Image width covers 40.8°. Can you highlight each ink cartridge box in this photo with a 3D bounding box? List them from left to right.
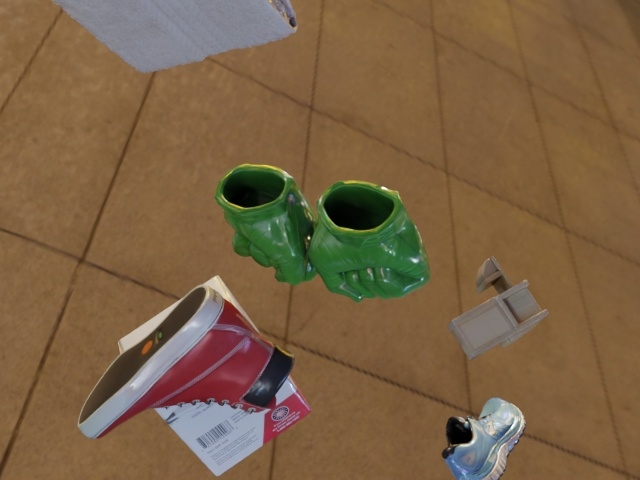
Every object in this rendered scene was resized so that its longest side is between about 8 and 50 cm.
[{"bbox_3d":[-0.170,0.222,1.403,0.273,0.197,0.114,59,-5,-36],"label":"ink cartridge box"}]

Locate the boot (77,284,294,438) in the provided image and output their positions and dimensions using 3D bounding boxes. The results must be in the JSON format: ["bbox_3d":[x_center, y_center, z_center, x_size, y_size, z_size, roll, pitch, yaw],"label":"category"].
[{"bbox_3d":[-0.155,0.185,1.025,0.176,0.244,0.088,43,16,-26],"label":"boot"}]

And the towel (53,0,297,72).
[{"bbox_3d":[-0.158,-0.242,0.765,0.282,0.187,0.049,39,46,-62],"label":"towel"}]

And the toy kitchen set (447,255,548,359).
[{"bbox_3d":[0.131,0.060,0.720,0.075,0.083,0.068,-27,73,-15],"label":"toy kitchen set"}]

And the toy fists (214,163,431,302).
[{"bbox_3d":[0.000,0.000,1.019,0.279,0.142,0.096,11,60,33],"label":"toy fists"}]

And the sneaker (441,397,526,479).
[{"bbox_3d":[0.181,0.217,0.974,0.073,0.063,0.162,45,29,3],"label":"sneaker"}]
